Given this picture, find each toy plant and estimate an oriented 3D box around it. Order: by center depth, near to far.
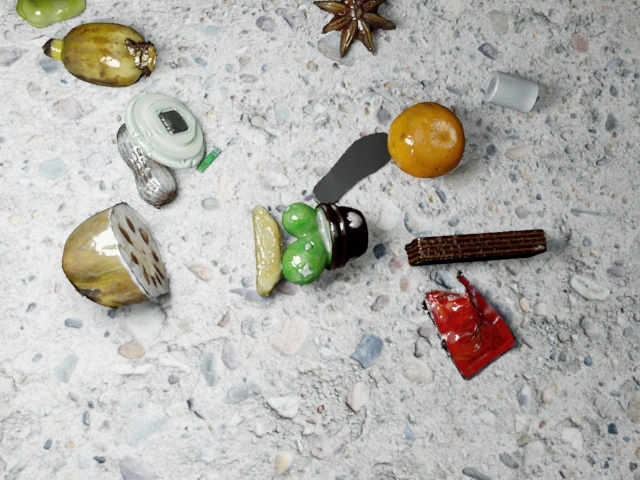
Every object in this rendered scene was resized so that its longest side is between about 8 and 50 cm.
[{"bbox_3d":[0.000,0.000,1.705,0.235,0.175,0.217,-8,73,-16],"label":"toy plant"}]

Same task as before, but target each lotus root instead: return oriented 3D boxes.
[{"bbox_3d":[-0.495,0.057,1.571,0.192,0.272,0.272,-27,82,-1],"label":"lotus root"},{"bbox_3d":[-0.574,-0.492,1.738,0.315,0.141,0.169,8,72,0],"label":"lotus root"}]

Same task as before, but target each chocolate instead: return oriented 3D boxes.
[{"bbox_3d":[-0.451,-0.200,1.706,0.110,0.110,0.248,-28,88,-17],"label":"chocolate"}]

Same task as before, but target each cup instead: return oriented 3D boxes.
[{"bbox_3d":[0.573,-0.452,1.991,0.133,0.136,0.099,13,108,-7],"label":"cup"}]

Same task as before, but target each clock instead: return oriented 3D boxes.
[{"bbox_3d":[-0.392,-0.297,1.707,0.237,0.053,0.236,26,46,-30],"label":"clock"}]

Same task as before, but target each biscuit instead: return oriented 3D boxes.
[{"bbox_3d":[0.429,0.021,1.823,0.389,0.107,0.073,-3,79,-12],"label":"biscuit"}]

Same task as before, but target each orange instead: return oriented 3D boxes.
[{"bbox_3d":[0.295,-0.277,1.841,0.224,0.170,0.223,2,86,-24],"label":"orange"}]

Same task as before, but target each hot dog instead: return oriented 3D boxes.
[{"bbox_3d":[-0.138,0.026,1.723,0.074,0.084,0.242,-1,76,-15],"label":"hot dog"}]

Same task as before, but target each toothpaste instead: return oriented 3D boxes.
[{"bbox_3d":[-0.304,-0.219,1.785,0.020,0.017,0.083,40,72,-2],"label":"toothpaste"}]

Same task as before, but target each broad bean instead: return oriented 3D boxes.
[{"bbox_3d":[-0.732,-0.641,1.780,0.175,0.082,0.124,-33,84,-27],"label":"broad bean"}]

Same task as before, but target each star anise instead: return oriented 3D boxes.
[{"bbox_3d":[0.092,-0.670,1.942,0.272,0.102,0.271,-4,102,-19],"label":"star anise"}]

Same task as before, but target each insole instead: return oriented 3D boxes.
[{"bbox_3d":[0.097,-0.206,1.864,0.110,0.012,0.309,44,72,1],"label":"insole"}]

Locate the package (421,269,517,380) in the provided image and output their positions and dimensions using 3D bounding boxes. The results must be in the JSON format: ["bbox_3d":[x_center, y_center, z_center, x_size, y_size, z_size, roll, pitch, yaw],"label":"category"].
[{"bbox_3d":[0.402,0.224,1.789,0.194,0.071,0.269,-31,87,-2],"label":"package"}]
